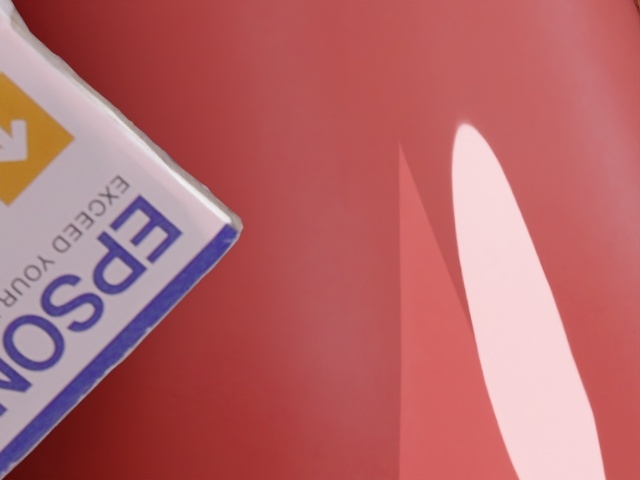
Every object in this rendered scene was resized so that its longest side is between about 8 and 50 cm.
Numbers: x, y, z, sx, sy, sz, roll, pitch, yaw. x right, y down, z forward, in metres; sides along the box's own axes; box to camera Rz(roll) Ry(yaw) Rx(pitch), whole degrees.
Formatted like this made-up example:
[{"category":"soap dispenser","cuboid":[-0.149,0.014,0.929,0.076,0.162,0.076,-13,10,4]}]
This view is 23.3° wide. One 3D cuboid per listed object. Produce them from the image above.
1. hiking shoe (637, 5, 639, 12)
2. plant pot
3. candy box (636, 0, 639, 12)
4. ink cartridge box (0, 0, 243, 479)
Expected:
[{"category":"hiking shoe","cuboid":[0.170,-0.001,0.673,0.114,0.086,0.227,-36,119,-22]},{"category":"plant pot","cuboid":[0.000,0.000,0.483,0.275,0.275,0.243,-17,101,-26]},{"category":"candy box","cuboid":[0.120,-0.227,0.506,0.316,0.087,0.183,70,25,-16]},{"category":"ink cartridge box","cuboid":[-0.246,-0.005,0.352,0.324,0.071,0.330,-44,111,6]}]
